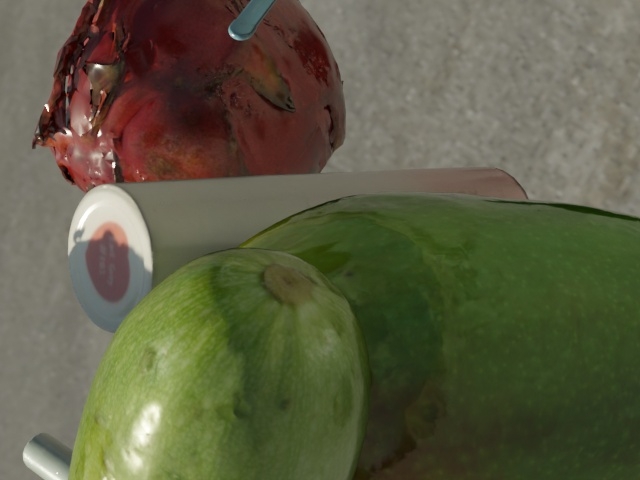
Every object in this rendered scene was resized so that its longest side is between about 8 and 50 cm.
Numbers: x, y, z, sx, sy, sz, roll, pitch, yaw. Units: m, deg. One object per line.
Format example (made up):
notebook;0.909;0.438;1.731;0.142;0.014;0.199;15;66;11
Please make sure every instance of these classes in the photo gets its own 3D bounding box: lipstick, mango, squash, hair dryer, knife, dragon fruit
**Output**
lipstick;0.000;0.000;0.962;0.087;0.327;0.087;5;97;47
mango;0.097;0.077;0.832;0.201;0.382;0.225;-112;31;-42
squash;-0.069;0.154;0.688;0.118;0.118;0.370;-100;24;-50
hair dryer;-0.187;0.205;1.538;0.155;0.044;0.183;26;49;37
knife;-0.045;-0.175;1.130;0.096;0.027;0.010;-60;-15;-46
dragon fruit;-0.130;-0.141;1.498;0.295;0.302;0.295;-45;21;22
